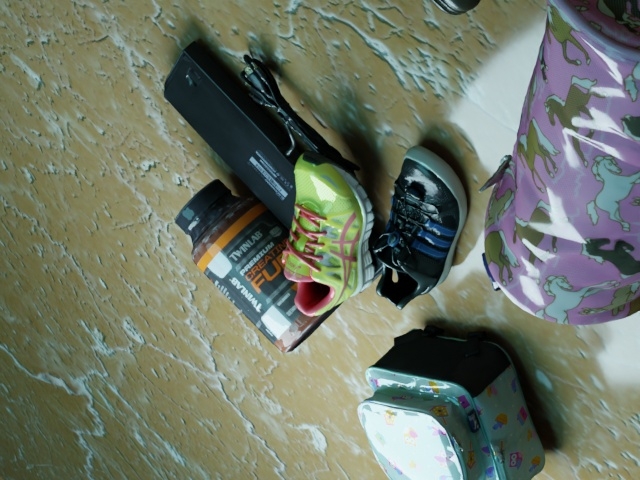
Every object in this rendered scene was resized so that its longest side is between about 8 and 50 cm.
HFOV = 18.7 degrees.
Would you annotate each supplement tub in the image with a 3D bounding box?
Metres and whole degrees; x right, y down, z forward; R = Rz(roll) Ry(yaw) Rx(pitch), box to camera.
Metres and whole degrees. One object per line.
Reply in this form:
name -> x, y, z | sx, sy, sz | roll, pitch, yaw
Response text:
supplement tub -> -0.071, 0.024, 2.163 | 0.198, 0.106, 0.106 | 45, 153, 5

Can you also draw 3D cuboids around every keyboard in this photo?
keyboard -> -0.035, -0.088, 2.047 | 0.317, 0.033, 0.201 | 46, 154, 1

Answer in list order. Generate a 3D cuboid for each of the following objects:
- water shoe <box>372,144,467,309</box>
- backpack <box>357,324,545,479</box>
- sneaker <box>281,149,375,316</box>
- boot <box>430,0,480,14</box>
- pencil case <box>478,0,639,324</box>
water shoe -> 0.094, -0.005, 1.913 | 0.073, 0.080, 0.203 | 32, 149, 26
backpack -> 0.142, 0.203, 2.056 | 0.166, 0.144, 0.188 | 4, 133, 46
sneaker -> 0.000, 0.000, 1.976 | 0.081, 0.094, 0.208 | 29, 147, 35
boot -> 0.117, -0.265, 1.540 | 0.106, 0.082, 0.219 | 24, 143, 43
pencil case -> 0.226, -0.090, 1.537 | 0.167, 0.160, 0.386 | 9, 146, 0
